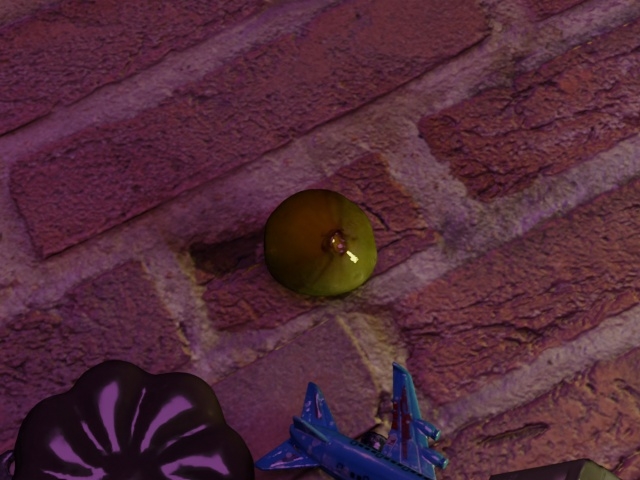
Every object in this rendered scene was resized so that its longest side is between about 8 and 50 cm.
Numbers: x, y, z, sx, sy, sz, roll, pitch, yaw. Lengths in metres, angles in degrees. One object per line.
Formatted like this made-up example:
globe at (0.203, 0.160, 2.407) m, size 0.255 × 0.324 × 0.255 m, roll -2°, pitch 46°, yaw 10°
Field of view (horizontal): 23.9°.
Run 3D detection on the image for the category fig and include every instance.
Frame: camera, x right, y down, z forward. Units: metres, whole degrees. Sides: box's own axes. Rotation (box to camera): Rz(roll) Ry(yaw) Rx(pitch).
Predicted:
fig at (0.001, 0.005, 1.836) m, size 0.153 × 0.121 × 0.136 m, roll 23°, pitch 69°, yaw 37°

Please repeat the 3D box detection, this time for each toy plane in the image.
toy plane at (0.070, 0.271, 1.704) m, size 0.271 × 0.105 × 0.254 m, roll 30°, pitch 68°, yaw 13°

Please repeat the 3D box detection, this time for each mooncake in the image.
mooncake at (-0.208, 0.281, 1.671) m, size 0.306 × 0.154 × 0.306 m, roll 2°, pitch 65°, yaw -5°

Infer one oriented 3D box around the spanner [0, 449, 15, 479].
spanner at (-0.424, 0.344, 1.717) m, size 0.054 × 0.015 × 0.254 m, roll 35°, pitch 68°, yaw 16°

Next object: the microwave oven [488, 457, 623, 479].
microwave oven at (0.246, 0.443, 1.525) m, size 0.286 × 0.218 × 0.355 m, roll 33°, pitch 66°, yaw -15°
